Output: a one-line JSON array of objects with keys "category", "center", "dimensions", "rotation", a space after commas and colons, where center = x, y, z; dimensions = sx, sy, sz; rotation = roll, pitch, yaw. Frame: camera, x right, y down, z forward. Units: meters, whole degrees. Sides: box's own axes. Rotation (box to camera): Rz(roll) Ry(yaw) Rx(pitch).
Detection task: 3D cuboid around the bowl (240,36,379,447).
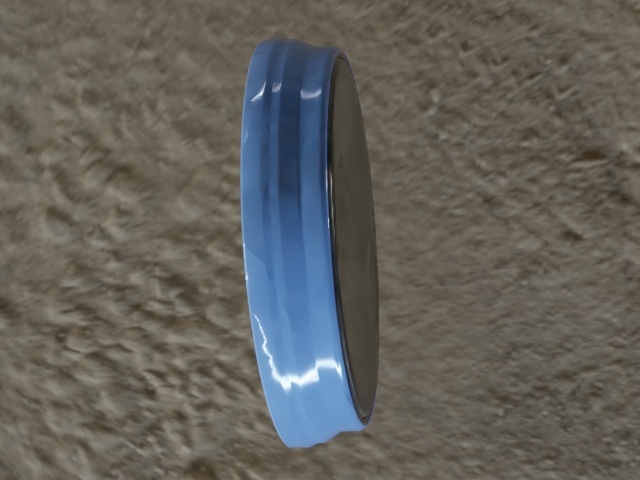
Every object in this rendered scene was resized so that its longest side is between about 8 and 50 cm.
[{"category": "bowl", "center": [0.000, 0.000, 1.327], "dimensions": [0.077, 0.391, 0.391], "rotation": [-4, 87, 9]}]
